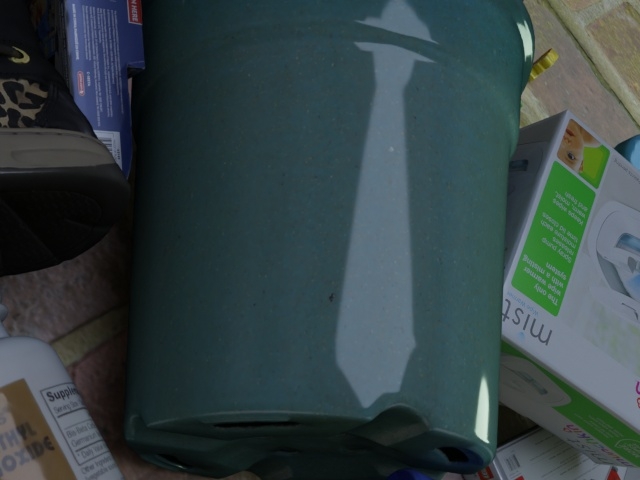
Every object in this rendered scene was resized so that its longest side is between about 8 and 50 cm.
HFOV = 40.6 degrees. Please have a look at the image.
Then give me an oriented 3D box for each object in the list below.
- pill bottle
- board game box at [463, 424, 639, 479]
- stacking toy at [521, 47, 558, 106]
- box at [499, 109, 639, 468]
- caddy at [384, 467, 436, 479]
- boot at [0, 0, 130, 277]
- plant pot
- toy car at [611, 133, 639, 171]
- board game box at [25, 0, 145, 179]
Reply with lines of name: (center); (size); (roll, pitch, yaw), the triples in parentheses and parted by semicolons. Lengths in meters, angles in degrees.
pill bottle: (-0.201, 0.128, 0.515); (0.131, 0.131, 0.229); (-22, 79, -47)
board game box: (0.294, 0.274, 0.911); (0.305, 0.053, 0.193); (-10, 71, -43)
stacking toy: (0.254, -0.279, 1.251); (0.167, 0.052, 0.221); (47, 43, -7)
box: (0.245, 0.054, 0.823); (0.262, 0.127, 0.231); (35, 64, -19)
caddy: (0.059, 0.318, 0.543); (0.179, 0.241, 0.341); (34, 46, -14)
boot: (-0.304, -0.121, 0.446); (0.377, 0.138, 0.284); (0, 57, -40)
plant pot: (0.000, 0.000, 0.656); (0.341, 0.341, 0.334); (19, 59, -32)
toy car: (0.312, 0.024, 1.034); (0.238, 0.219, 0.210); (-38, 91, -20)
board game box: (-0.202, -0.109, 0.653); (0.060, 0.194, 0.194); (-1, 84, -38)
